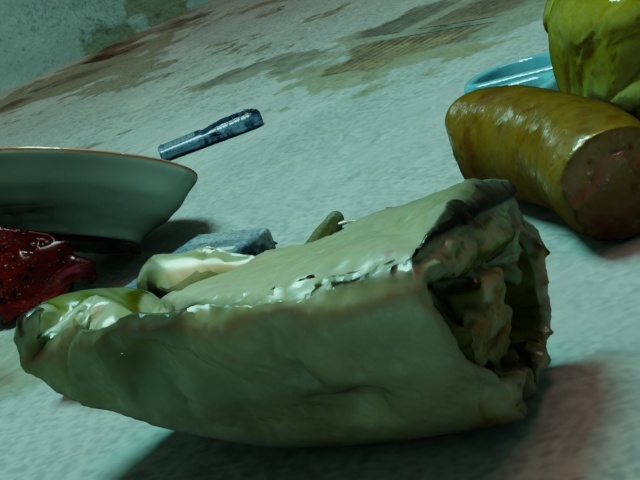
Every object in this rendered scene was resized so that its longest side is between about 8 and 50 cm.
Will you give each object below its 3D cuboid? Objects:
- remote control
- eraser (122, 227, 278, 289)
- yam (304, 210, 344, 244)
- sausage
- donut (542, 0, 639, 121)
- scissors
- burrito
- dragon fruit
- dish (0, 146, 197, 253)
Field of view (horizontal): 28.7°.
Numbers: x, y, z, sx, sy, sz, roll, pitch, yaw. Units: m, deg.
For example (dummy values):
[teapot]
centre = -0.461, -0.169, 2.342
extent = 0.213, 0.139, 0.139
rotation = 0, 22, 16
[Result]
[remote control]
centre = -0.155, -0.149, 1.750
extent = 0.152, 0.027, 0.043
rotation = -22, 25, -3
[eraser]
centre = -0.128, 0.055, 1.044
extent = 0.091, 0.046, 0.212
rotation = -6, 22, 38
[yam]
centre = 0.000, 0.000, 1.120
extent = 0.021, 0.021, 0.116
rotation = -12, 19, 23
[sausage]
centre = 0.182, -0.072, 1.010
extent = 0.108, 0.109, 0.270
rotation = -24, 18, -13
[donut]
centre = 0.370, -0.195, 1.050
extent = 0.360, 0.170, 0.360
rotation = -17, 14, 4
[scissors]
centre = 0.361, -0.203, 1.336
extent = 0.447, 0.029, 0.192
rotation = -13, 18, 23
[burrito]
centre = -0.026, 0.058, 0.773
extent = 0.331, 0.135, 0.190
rotation = -10, 16, 34
[dragon fruit]
centre = -0.285, 0.046, 1.227
extent = 0.131, 0.097, 0.063
rotation = 9, 37, 14
[dish]
centre = -0.258, -0.031, 1.300
extent = 0.260, 0.085, 0.260
rotation = 0, -8, 0
